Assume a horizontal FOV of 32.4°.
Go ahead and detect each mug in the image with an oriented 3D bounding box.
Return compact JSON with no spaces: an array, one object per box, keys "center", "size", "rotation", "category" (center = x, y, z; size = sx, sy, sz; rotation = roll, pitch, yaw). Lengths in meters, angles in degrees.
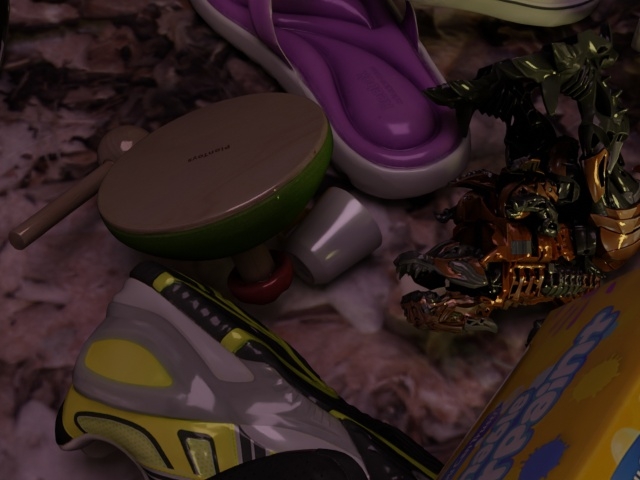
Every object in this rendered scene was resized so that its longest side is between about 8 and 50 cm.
[{"center":[0.003,0.002,0.878],"size":[0.064,0.078,0.062],"rotation":[-43,97,-19],"category":"mug"}]

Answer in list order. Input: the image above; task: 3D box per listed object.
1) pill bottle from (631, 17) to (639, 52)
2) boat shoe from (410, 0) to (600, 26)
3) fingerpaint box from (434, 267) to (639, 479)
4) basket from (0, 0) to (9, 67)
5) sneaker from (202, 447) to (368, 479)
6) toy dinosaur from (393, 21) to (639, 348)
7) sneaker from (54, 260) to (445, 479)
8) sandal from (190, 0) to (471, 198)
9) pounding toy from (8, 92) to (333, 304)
[{"center":[0.486,-0.198,0.936],"size":[0.392,0.224,0.224],"rotation":[19,54,11],"category":"pill bottle"},{"center":[0.173,-0.267,1.018],"size":[0.267,0.088,0.096],"rotation":[3,55,-28],"category":"boat shoe"},{"center":[0.170,0.284,0.503],"size":[0.371,0.163,0.445],"rotation":[45,59,-3],"category":"fingerpaint box"},{"center":[-0.411,-0.180,0.938],"size":[0.226,0.154,0.204],"rotation":[6,55,7],"category":"basket"},{"center":[-0.115,0.188,0.581],"size":[0.281,0.162,0.106],"rotation":[-32,58,21],"category":"sneaker"},{"center":[0.186,-0.042,0.866],"size":[0.322,0.164,0.218],"rotation":[-27,98,-45],"category":"toy dinosaur"},{"center":[-0.008,0.176,0.709],"size":[0.384,0.145,0.147],"rotation":[37,91,22],"category":"sneaker"},{"center":[0.007,-0.211,1.003],"size":[0.169,0.102,0.416],"rotation":[-26,58,-21],"category":"sandal"},{"center":[-0.088,-0.018,0.851],"size":[0.236,0.110,0.183],"rotation":[-4,36,27],"category":"pounding toy"}]
